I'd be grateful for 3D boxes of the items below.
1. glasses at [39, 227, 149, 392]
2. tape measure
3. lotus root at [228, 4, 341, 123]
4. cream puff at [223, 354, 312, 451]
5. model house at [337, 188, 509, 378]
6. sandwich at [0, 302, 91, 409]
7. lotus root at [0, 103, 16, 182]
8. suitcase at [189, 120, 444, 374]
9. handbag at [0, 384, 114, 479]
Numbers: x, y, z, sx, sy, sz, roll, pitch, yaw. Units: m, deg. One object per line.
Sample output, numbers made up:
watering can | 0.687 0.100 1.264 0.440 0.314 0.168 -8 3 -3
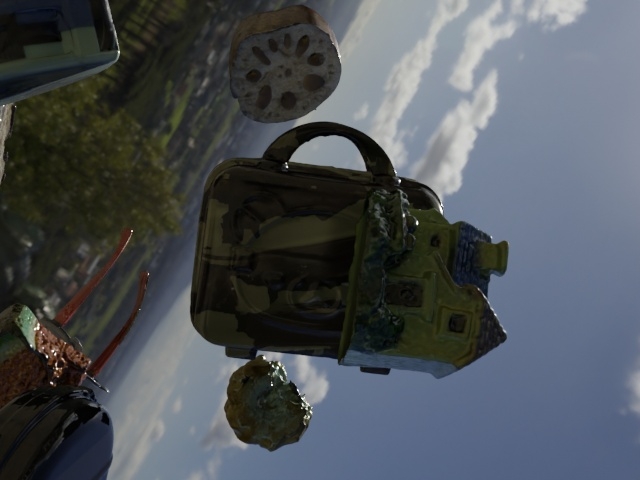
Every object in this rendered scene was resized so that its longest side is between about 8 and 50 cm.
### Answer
glasses | -0.391 0.132 1.605 0.268 0.118 0.234 -53 158 -26
tape measure | -0.431 -0.288 1.264 0.262 0.138 0.259 -22 -169 -17
lotus root | -0.041 -0.189 0.916 0.081 0.122 0.112 -109 -174 -55
cream puff | -0.088 0.264 1.376 0.121 0.156 0.156 -43 -174 -1
model house | 0.129 0.050 1.012 0.195 0.189 0.214 109 -9 -71
sandwich | -0.461 0.221 1.304 0.109 0.212 0.292 -102 -158 -58
lotus root | -0.763 -0.193 1.904 0.375 0.111 0.390 -166 -94 -73
suitcase | 0.000 0.000 1.224 0.194 0.352 0.339 -121 -143 -83
handbag | -0.322 0.303 0.949 0.254 0.093 0.308 -39 150 -66
